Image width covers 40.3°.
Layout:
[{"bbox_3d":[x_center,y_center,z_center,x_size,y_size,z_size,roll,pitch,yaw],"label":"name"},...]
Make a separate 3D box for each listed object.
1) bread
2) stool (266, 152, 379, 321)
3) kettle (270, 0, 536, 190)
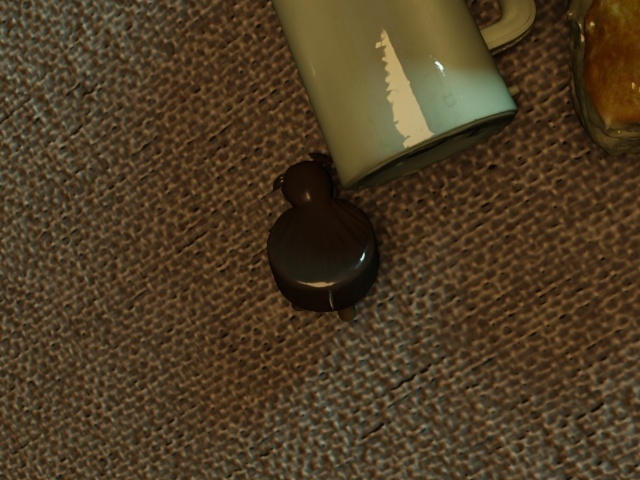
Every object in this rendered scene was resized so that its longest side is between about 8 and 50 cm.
[{"bbox_3d":[0.366,-0.220,0.849,0.279,0.225,0.250,-9,85,28],"label":"bread"},{"bbox_3d":[0.000,0.000,1.028,0.125,0.121,0.217,-15,60,1],"label":"stool"},{"bbox_3d":[0.085,-0.246,0.946,0.265,0.205,0.318,-25,83,19],"label":"kettle"}]
